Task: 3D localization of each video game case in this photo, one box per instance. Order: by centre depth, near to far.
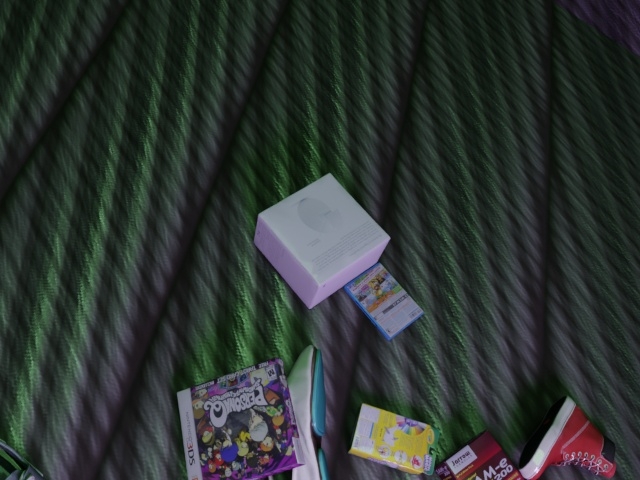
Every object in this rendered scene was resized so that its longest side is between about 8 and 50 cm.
[{"bbox_3d":[-0.161,0.365,1.184,0.232,0.042,0.210,-21,62,12],"label":"video game case"},{"bbox_3d":[0.153,0.144,1.458,0.119,0.015,0.166,-32,71,-25],"label":"video game case"}]

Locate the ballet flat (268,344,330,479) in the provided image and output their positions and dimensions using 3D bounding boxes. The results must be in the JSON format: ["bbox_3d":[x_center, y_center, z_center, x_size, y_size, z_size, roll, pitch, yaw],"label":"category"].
[{"bbox_3d":[-0.047,0.404,1.210,0.139,0.139,0.399,1,61,-11],"label":"ballet flat"}]

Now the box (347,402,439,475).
[{"bbox_3d":[0.157,0.423,1.280,0.179,0.043,0.105,18,58,2],"label":"box"}]

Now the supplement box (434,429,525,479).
[{"bbox_3d":[0.361,0.531,1.240,0.130,0.073,0.239,-27,68,-24],"label":"supplement box"}]

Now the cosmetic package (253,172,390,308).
[{"bbox_3d":[0.000,0.000,1.439,0.224,0.138,0.224,-32,69,-26],"label":"cosmetic package"}]

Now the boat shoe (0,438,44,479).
[{"bbox_3d":[-0.555,0.449,1.076,0.319,0.099,0.116,39,49,12],"label":"boat shoe"}]

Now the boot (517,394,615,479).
[{"bbox_3d":[0.539,0.467,1.292,0.176,0.088,0.244,47,49,13],"label":"boot"}]
